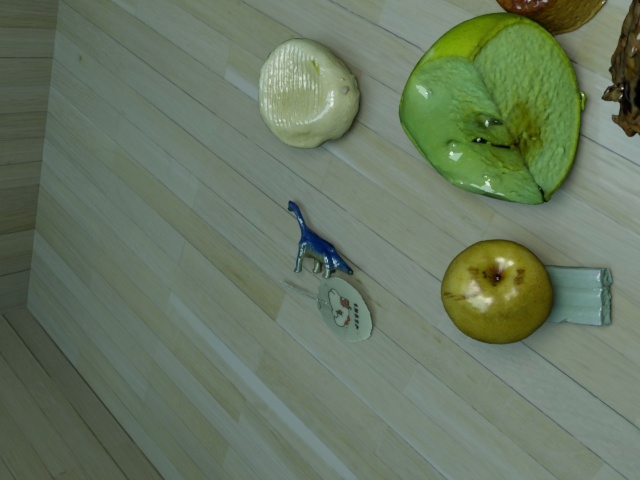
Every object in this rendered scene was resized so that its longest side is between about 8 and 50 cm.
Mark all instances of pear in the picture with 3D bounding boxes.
[{"bbox_3d":[0.339,0.104,1.284,0.208,0.208,0.209,13,110,39],"label":"pear"},{"bbox_3d":[0.296,-0.256,1.260,0.318,0.238,0.342,10,143,55],"label":"pear"}]

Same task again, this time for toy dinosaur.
[{"bbox_3d":[0.000,0.000,1.708,0.247,0.075,0.188,11,106,47],"label":"toy dinosaur"}]

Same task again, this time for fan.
[{"bbox_3d":[0.008,0.161,1.766,0.329,0.009,0.191,18,126,38],"label":"fan"}]

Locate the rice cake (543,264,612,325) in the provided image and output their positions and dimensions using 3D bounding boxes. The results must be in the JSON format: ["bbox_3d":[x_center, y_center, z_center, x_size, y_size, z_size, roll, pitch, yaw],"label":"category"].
[{"bbox_3d":[0.458,0.107,1.334,0.237,0.043,0.127,5,104,44],"label":"rice cake"}]

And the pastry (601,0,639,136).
[{"bbox_3d":[0.576,-0.304,0.919,0.292,0.337,0.405,39,125,19],"label":"pastry"}]

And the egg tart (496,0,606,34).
[{"bbox_3d":[0.392,-0.463,1.170,0.202,0.147,0.203,16,114,39],"label":"egg tart"}]

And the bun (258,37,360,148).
[{"bbox_3d":[-0.024,-0.339,1.579,0.259,0.160,0.260,1,93,29],"label":"bun"}]
